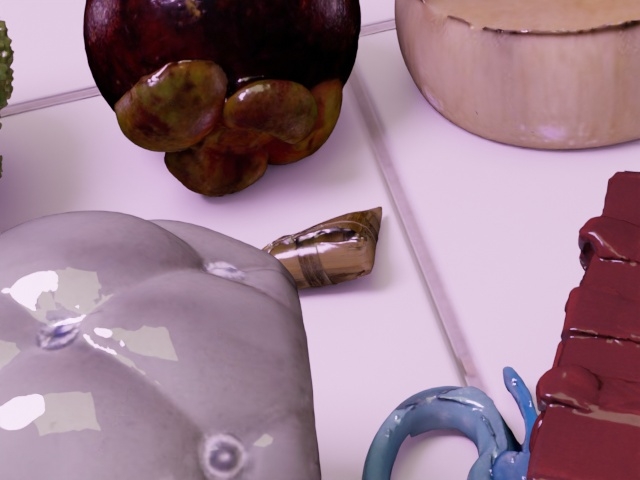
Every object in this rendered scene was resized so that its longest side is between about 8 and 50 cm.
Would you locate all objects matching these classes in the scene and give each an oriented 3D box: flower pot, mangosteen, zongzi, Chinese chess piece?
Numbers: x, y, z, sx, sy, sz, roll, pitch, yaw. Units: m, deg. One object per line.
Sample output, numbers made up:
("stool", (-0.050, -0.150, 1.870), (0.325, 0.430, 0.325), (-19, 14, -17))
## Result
("flower pot", (-0.100, 0.106, 0.638), (0.195, 0.246, 0.246), (-3, 38, -4))
("mangosteen", (-0.065, -0.141, 0.982), (0.209, 0.210, 0.210), (-6, 39, 5))
("zongzi", (0.000, 0.000, 0.911), (0.076, 0.040, 0.083), (-9, 26, 12))
("Chinese chess piece", (0.182, -0.174, 1.026), (0.257, 0.104, 0.257), (-7, 38, 5))

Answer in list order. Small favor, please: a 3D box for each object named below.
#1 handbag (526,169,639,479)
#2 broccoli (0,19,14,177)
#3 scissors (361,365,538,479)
("handbag", (0.249, 0.076, 0.693), (0.275, 0.084, 0.260), (9, 41, 13))
("broccoli", (-0.298, -0.054, 0.956), (0.254, 0.186, 0.302), (-11, 64, 32))
("scissors", (0.118, 0.195, 0.643), (0.180, 0.032, 0.393), (-8, 39, 2))
